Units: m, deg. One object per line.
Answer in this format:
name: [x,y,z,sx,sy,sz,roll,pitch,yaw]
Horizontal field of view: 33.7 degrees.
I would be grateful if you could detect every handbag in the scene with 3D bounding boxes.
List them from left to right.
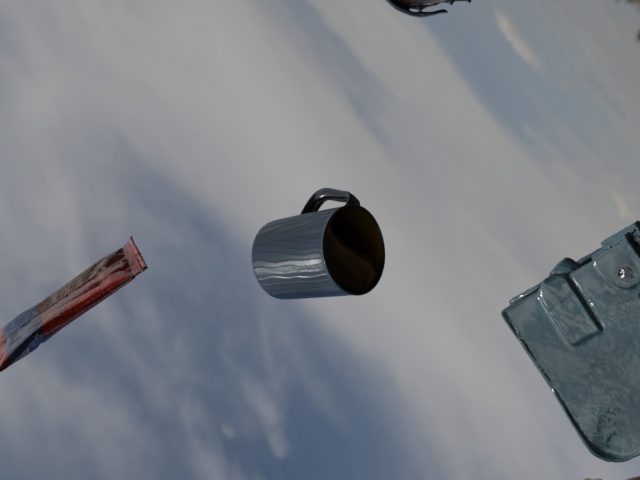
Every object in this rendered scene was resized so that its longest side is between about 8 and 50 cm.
handbag: [0.274,0.060,0.839,0.179,0.229,0.062,56,-149,-1]

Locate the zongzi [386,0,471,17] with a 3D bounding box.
zongzi: [0.298,-0.329,1.156,0.432,0.403,0.208,46,176,4]

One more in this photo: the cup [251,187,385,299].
cup: [0.004,0.010,1.367,0.150,0.138,0.113,-43,-66,-41]

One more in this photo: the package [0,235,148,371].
package: [-0.269,0.070,1.103,0.022,0.200,0.083,56,177,-28]

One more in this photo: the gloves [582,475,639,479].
gloves: [0.264,0.254,0.870,0.126,0.241,0.145,58,-179,-20]
